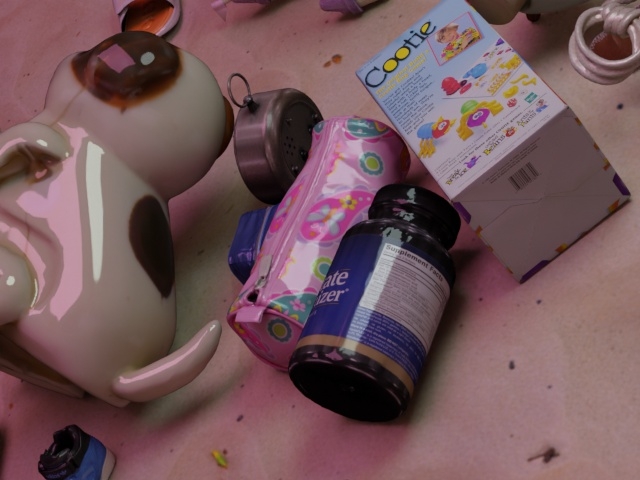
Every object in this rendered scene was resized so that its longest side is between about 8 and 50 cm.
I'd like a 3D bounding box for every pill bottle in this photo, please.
[{"bbox_3d":[0.061,0.058,1.490,0.123,0.123,0.219,-3,52,40],"label":"pill bottle"}]

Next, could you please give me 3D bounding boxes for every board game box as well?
[{"bbox_3d":[0.169,-0.111,1.547,0.144,0.142,0.275,-39,37,7],"label":"board game box"}]

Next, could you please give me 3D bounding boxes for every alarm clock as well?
[{"bbox_3d":[-0.049,-0.119,1.711,0.064,0.192,0.129,-9,48,35],"label":"alarm clock"}]

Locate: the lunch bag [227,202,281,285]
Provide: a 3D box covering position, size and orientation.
[{"bbox_3d":[-0.053,0.006,1.693,0.065,0.067,0.098,-13,45,31],"label":"lunch bag"}]

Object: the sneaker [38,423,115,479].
[{"bbox_3d":[-0.271,0.267,1.612,0.058,0.084,0.152,-15,45,32],"label":"sneaker"}]

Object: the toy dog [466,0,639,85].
[{"bbox_3d":[0.297,-0.263,1.618,0.220,0.161,0.333,-42,51,-5],"label":"toy dog"}]

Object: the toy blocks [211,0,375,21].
[{"bbox_3d":[-0.082,-0.418,1.966,0.260,0.288,0.309,-20,44,18],"label":"toy blocks"}]

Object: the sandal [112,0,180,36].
[{"bbox_3d":[-0.271,-0.384,2.274,0.102,0.076,0.265,-29,39,17],"label":"sandal"}]

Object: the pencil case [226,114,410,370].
[{"bbox_3d":[0.000,0.000,1.608,0.124,0.124,0.284,-3,50,40],"label":"pencil case"}]

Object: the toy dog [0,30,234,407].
[{"bbox_3d":[-0.257,-0.044,1.696,0.395,0.284,0.408,11,75,38],"label":"toy dog"}]
